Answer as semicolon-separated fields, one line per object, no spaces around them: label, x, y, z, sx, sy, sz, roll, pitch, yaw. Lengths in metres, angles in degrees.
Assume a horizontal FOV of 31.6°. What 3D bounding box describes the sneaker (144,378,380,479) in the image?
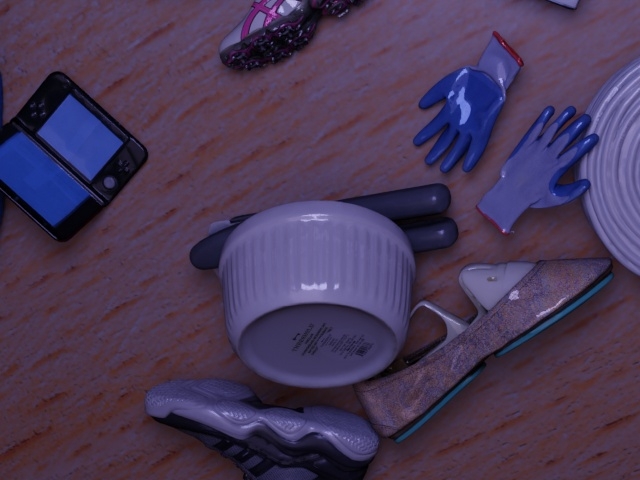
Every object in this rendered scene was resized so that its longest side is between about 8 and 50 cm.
sneaker;-0.076;0.251;1.267;0.268;0.101;0.153;12;101;5

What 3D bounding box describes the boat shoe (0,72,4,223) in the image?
boat shoe;-0.411;-0.084;1.276;0.089;0.109;0.258;5;86;17

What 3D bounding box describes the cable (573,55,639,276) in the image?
cable;0.383;-0.072;1.121;0.257;0.089;0.257;0;101;11

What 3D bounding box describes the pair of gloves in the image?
pair of gloves;0.185;-0.102;1.145;0.198;0.023;0.159;50;125;20

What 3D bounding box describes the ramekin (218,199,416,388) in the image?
ramekin;-0.003;0.064;1.156;0.207;0.109;0.207;0;142;0

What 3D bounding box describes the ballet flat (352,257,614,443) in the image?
ballet flat;0.158;0.090;1.194;0.316;0.107;0.106;-40;85;14

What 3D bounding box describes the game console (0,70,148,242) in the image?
game console;-0.286;-0.094;1.241;0.144;0.085;0.124;43;106;-4

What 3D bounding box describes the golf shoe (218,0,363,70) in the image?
golf shoe;-0.034;-0.250;1.183;0.186;0.067;0.086;-33;67;15

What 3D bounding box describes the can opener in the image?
can opener;0.000;0.000;1.204;0.283;0.095;0.076;-10;100;19

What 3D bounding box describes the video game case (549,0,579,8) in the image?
video game case;0.171;-0.388;1.111;0.269;0.061;0.244;21;104;6
